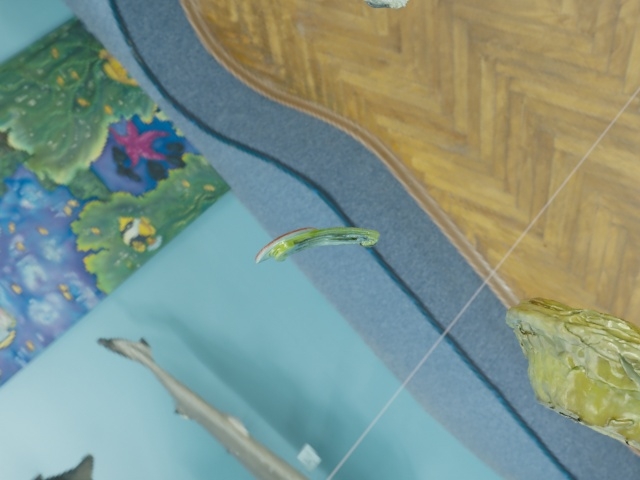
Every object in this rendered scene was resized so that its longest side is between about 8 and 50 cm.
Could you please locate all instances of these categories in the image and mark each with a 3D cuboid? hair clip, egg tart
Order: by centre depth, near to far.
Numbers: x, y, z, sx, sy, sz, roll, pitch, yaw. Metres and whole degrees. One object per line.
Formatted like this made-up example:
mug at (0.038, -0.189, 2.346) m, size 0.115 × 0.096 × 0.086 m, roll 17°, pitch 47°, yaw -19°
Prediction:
egg tart at (0.327, 0.160, 0.797) m, size 0.294 × 0.116 × 0.295 m, roll 21°, pitch 174°, yaw 2°
hair clip at (0.000, 0.000, 1.046) m, size 0.060 × 0.188 × 0.033 m, roll 128°, pitch 130°, yaw -57°

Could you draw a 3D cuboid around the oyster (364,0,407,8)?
oyster at (0.051, -0.327, 0.902) m, size 0.146 × 0.045 × 0.122 m, roll 16°, pitch 154°, yaw 30°
